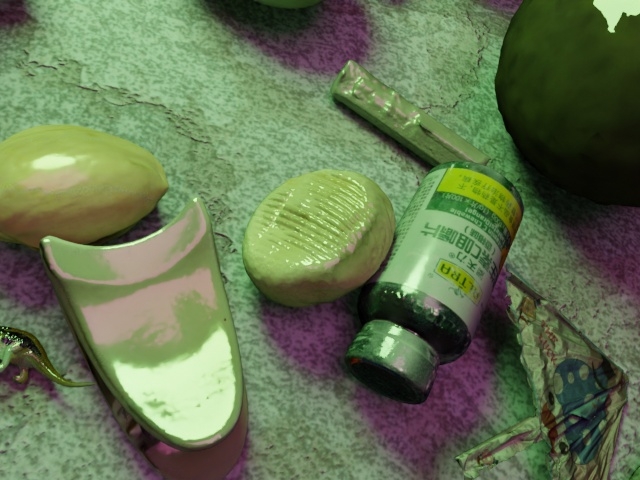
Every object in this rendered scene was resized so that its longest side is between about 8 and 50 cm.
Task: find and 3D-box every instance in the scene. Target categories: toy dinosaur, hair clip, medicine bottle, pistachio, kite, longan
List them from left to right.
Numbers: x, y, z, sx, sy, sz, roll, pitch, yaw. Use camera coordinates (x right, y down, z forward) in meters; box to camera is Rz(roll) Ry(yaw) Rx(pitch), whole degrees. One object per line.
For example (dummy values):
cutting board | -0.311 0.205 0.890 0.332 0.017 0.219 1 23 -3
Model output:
toy dinosaur | -0.315 0.117 0.543 0.180 0.037 0.058 34 67 -1
pistachio | -0.272 -0.063 0.582 0.201 0.117 0.145 -16 87 -22
hair clip | -0.157 0.113 0.563 0.173 0.113 0.282 -20 71 -25
medicine bottle | 0.137 0.047 0.657 0.141 0.141 0.293 34 64 -2
kite | 0.296 0.221 0.663 0.368 0.014 0.406 -9 85 -35
longan | 0.451 -0.234 0.749 0.391 0.391 0.391 6 67 -15

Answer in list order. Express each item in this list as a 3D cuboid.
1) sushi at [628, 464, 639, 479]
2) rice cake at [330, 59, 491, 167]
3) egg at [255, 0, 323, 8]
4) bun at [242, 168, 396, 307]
sushi | 0.461 0.309 0.684 0.150 0.090 0.078 -37 80 -25
rice cake | 0.129 -0.170 0.788 0.256 0.057 0.052 34 37 -3
egg | -0.085 -0.483 0.737 0.258 0.258 0.352 -35 82 -26
bun | 0.000 0.000 0.638 0.164 0.111 0.188 20 61 29
